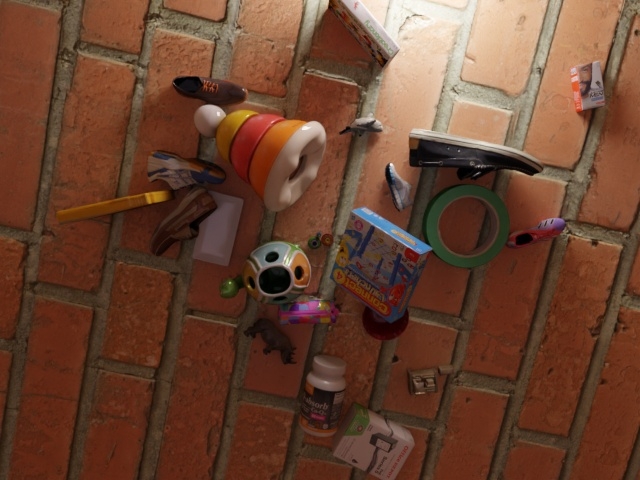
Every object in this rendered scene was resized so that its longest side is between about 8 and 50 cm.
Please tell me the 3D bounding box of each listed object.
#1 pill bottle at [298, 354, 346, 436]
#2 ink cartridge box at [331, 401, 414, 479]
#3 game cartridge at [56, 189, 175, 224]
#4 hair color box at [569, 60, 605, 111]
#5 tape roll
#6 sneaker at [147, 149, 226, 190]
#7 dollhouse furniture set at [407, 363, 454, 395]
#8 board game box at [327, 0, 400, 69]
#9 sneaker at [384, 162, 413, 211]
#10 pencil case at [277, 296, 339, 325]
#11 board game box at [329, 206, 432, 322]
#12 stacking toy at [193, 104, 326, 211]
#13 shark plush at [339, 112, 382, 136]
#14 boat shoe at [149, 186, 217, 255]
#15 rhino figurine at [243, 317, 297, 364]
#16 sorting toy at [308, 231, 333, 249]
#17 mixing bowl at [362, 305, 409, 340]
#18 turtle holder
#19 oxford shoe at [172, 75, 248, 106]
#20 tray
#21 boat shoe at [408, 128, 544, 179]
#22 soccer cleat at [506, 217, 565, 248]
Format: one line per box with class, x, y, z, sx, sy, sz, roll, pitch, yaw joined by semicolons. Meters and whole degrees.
pill bottle;0.013;0.602;1.920;0.162;0.162;0.279;9;97;-3
ink cartridge box;0.210;0.813;1.976;0.272;0.115;0.198;28;95;-5
game cartridge;-0.711;-0.126;1.743;0.323;0.285;0.053;-14;98;0
hair color box;1.009;-0.579;1.854;0.093;0.053;0.167;-13;96;1
tape roll;0.559;-0.056;1.896;0.321;0.077;0.321;0;97;-2
sneaker;-0.500;-0.243;1.837;0.296;0.112;0.131;15;109;2
dollhouse furniture set;0.447;0.572;1.929;0.181;0.161;0.101;-5;98;0
board game box;0.149;-0.753;1.735;0.053;0.193;0.305;-43;96;3
sneaker;0.304;-0.212;1.879;0.082;0.071;0.191;-22;106;-5
pencil case;-0.048;0.278;1.909;0.236;0.104;0.105;-4;97;0
board game box;0.205;0.085;1.768;0.308;0.086;0.302;34;123;29
stacking toy;-0.249;-0.354;1.765;0.479;0.350;0.351;32;96;14
shark plush;0.153;-0.419;1.850;0.161;0.073;0.067;-20;128;-4
boat shoe;-0.510;-0.052;1.825;0.116;0.123;0.324;44;103;5
rhino figurine;-0.180;0.403;1.934;0.106;0.073;0.243;-44;98;7
sorting toy;0.000;0.000;1.902;0.101;0.042;0.061;-17;97;1
mixing bowl;0.247;0.290;1.919;0.181;0.098;0.182;0;97;-1
turtle holder;-0.196;0.120;1.819;0.320;0.227;0.243;13;97;-4
oxford shoe;-0.403;-0.547;1.791;0.271;0.098;0.097;5;97;-2
tray;-0.393;-0.046;1.891;0.145;0.030;0.270;14;97;-3
boat shoe;0.562;-0.295;1.818;0.500;0.187;0.156;11;102;2
soccer cleat;0.838;-0.023;1.899;0.248;0.095;0.083;-16;97;1
